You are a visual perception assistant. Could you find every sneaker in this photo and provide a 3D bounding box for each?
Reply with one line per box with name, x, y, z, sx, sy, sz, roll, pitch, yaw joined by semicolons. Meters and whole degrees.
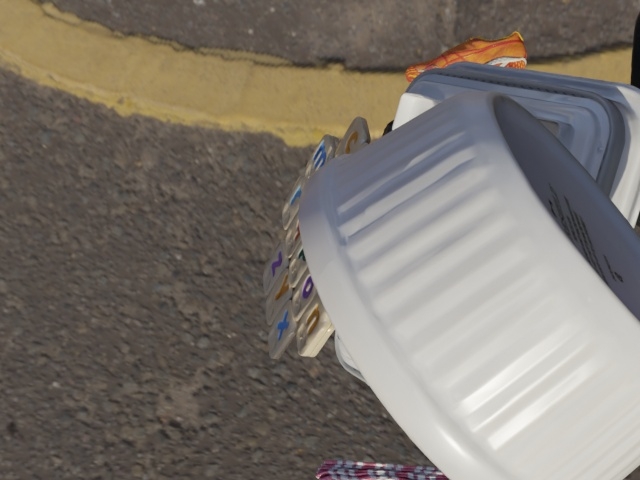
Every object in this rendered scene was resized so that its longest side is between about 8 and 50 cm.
sneaker;0.207;-0.254;1.390;0.175;0.064;0.067;-7;63;17

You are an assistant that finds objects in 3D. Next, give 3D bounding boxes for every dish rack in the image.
dish rack;0.127;0.005;0.858;0.285;0.072;0.333;23;99;50

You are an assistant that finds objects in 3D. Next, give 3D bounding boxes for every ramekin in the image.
ramekin;0.123;0.029;0.601;0.127;0.273;0.273;-39;69;22

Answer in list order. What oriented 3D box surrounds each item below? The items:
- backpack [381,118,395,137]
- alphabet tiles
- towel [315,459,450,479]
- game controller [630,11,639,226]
backpack;0.170;-0.093;1.052;0.182;0.115;0.152;-10;39;-11
alphabet tiles;0.000;0.000;1.169;0.021;0.278;0.284;18;35;-21
towel;0.105;0.329;1.247;0.197;0.144;0.029;-1;53;21
game controller;0.418;-0.162;1.067;0.166;0.067;0.319;-9;60;39
